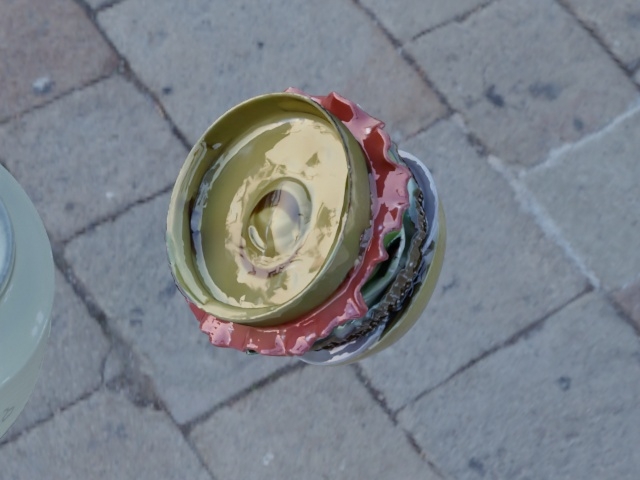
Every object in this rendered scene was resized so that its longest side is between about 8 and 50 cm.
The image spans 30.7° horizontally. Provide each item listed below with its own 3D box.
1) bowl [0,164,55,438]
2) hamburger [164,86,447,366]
[{"bbox_3d":[-0.261,0.020,0.693,0.237,0.126,0.238,15,57,-25],"label":"bowl"},{"bbox_3d":[-0.002,-0.002,0.717,0.175,0.137,0.175,-14,64,32],"label":"hamburger"}]
